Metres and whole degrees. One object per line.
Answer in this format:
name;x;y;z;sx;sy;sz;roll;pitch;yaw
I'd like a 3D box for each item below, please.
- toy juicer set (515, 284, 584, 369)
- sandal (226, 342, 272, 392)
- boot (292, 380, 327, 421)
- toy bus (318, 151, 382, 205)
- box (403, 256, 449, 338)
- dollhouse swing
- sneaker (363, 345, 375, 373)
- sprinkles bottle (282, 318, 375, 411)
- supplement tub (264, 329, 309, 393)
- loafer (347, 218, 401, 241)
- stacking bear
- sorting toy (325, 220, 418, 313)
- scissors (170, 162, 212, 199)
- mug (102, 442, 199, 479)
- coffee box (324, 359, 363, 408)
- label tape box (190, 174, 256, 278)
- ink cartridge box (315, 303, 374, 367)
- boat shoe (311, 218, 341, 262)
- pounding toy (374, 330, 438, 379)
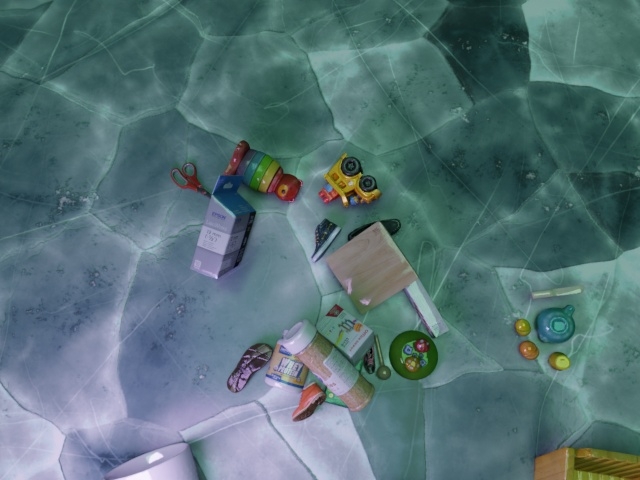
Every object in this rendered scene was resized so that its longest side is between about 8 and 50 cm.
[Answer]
toy juicer set;0.850;0.310;1.714;0.210;0.089;0.328;12;84;16
sandal;-0.260;0.469;1.682;0.090;0.060;0.219;36;92;15
boot;-0.053;0.588;1.653;0.158;0.059;0.084;-46;45;5
toy bus;0.109;-0.209;1.822;0.211;0.149;0.220;-42;82;3
box;0.377;0.218;1.742;0.067;0.063;0.323;-28;77;-8
dollhouse swing;0.922;0.877;1.467;0.348;0.315;0.304;9;55;2
sneaker;0.183;0.436;1.688;0.047;0.057;0.119;-3;76;-4
sprinkles bottle;0.031;0.428;1.555;0.121;0.121;0.355;-46;101;-11
supplement tub;-0.106;0.436;1.641;0.145;0.144;0.199;17;76;4
loafer;0.216;-0.036;1.800;0.224;0.078;0.076;-18;77;-5
stacking bear;-0.216;-0.258;1.821;0.289;0.164;0.175;29;109;-4
sorting toy;0.198;0.102;1.720;0.257;0.089;0.255;-36;81;16
scissors;-0.501;-0.203;1.876;0.109;0.021;0.297;-39;80;-12
mug;-0.511;0.863;1.414;0.277;0.374;0.327;-16;82;-9
coffee box;0.084;0.515;1.675;0.113;0.040;0.184;14;76;3
label tape box;-0.332;-0.058;1.658;0.115;0.249;0.347;22;101;5
ink cartridge box;0.090;0.346;1.644;0.176;0.127;0.128;33;67;26
boat shoe;0.000;0.000;1.802;0.083;0.065;0.183;34;71;10
pounding toy;0.323;0.421;1.665;0.237;0.110;0.182;-3;75;-1
